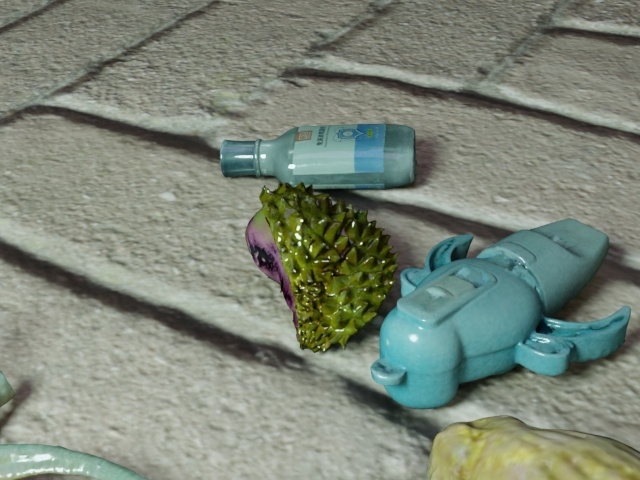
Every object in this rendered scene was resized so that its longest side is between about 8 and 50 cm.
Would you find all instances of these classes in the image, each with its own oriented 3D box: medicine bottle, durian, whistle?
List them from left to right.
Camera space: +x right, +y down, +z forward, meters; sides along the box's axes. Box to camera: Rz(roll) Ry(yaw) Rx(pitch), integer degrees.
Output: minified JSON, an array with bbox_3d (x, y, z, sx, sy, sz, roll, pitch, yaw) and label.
[{"bbox_3d":[-0.002,-0.002,0.815,0.119,0.108,0.186,-26,34,2],"label":"durian"},{"bbox_3d":[-0.002,-0.090,1.007,0.209,0.053,0.090,0,36,7],"label":"medicine bottle"},{"bbox_3d":[0.141,0.049,0.767,0.274,0.093,0.186,-27,39,-34],"label":"whistle"}]

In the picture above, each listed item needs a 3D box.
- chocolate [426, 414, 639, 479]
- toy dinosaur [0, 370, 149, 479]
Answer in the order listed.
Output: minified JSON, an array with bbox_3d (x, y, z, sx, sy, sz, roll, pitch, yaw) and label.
[{"bbox_3d":[0.194,0.197,0.519,0.309,0.134,0.134,23,44,28],"label":"chocolate"},{"bbox_3d":[-0.290,0.143,0.679,0.393,0.092,0.205,19,44,12],"label":"toy dinosaur"}]
